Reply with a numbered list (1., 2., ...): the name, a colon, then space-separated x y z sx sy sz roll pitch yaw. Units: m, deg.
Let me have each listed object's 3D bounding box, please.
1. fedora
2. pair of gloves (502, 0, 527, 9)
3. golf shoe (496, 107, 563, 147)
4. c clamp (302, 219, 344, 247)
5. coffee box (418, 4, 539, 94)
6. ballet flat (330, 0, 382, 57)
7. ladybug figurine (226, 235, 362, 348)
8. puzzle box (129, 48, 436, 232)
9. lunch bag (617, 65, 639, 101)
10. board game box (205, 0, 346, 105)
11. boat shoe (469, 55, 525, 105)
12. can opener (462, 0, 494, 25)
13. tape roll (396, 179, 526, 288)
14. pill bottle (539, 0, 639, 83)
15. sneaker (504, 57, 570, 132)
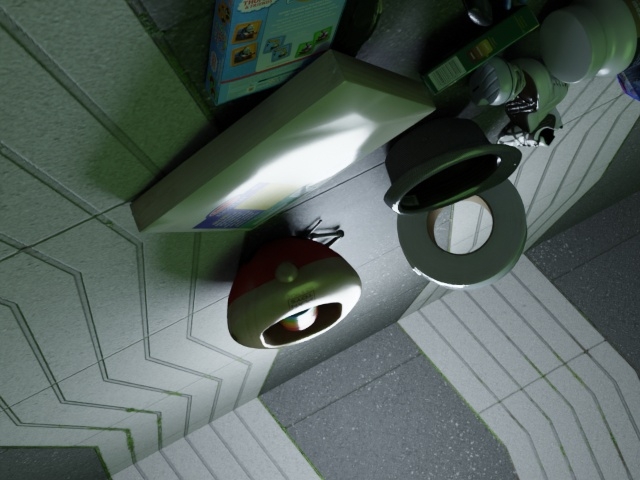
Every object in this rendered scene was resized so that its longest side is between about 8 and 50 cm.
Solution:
1. fedora: 0.238 -0.158 1.491 0.276 0.124 0.243 -21 161 0
2. pair of gloves: 0.317 -0.402 1.038 0.198 0.023 0.159 -49 162 11
3. golf shoe: 0.467 -0.233 1.714 0.077 0.093 0.198 -23 163 -26
4. c clamp: 0.000 0.000 1.723 0.137 0.022 0.161 -39 160 27
5. coffee box: 0.241 -0.295 1.181 0.184 0.040 0.113 -34 -170 10
6. ballet flat: 0.034 -0.269 0.994 0.049 0.058 0.173 -59 -175 -33
7. ladybug figurine: -0.068 0.110 1.663 0.305 0.161 0.449 -20 162 -10
8. puzzle box: -0.057 -0.126 1.142 0.409 0.052 0.272 -31 165 29
9. lunch bag: 0.813 -0.423 1.532 0.328 0.238 0.385 -30 179 -3
10. board game box: -0.049 -0.255 0.893 0.160 0.039 0.211 -23 162 -23
11. boat shoe: 0.305 -0.274 1.283 0.076 0.083 0.226 -13 -171 2
12. can opener: 0.194 -0.349 0.999 0.059 0.073 0.186 -29 156 22
13. tape roll: 0.316 -0.031 1.713 0.286 0.286 0.100 -33 163 8
14. pill bottle: 0.515 -0.369 1.304 0.265 0.153 0.153 -25 162 -19
15. sneaker: 0.410 -0.303 1.444 0.123 0.106 0.290 -45 167 4
